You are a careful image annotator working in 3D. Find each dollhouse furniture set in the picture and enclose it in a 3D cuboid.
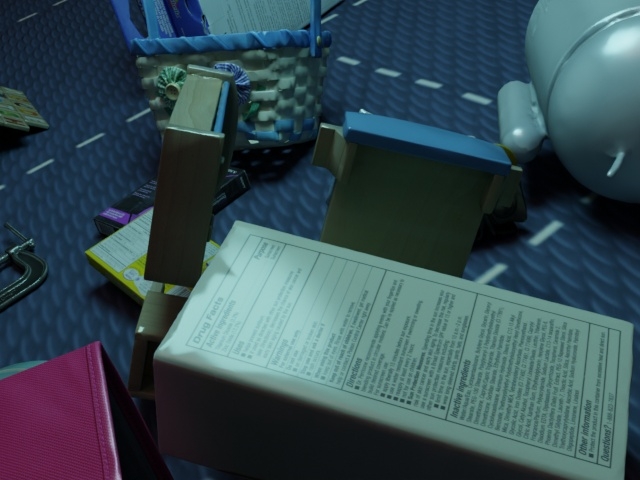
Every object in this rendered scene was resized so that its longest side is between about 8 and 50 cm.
[{"bbox_3d":[0.000,0.000,0.869,0.304,0.286,0.198,10,24,-6],"label":"dollhouse furniture set"}]

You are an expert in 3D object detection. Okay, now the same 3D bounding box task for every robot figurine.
[{"bbox_3d":[0.324,-0.171,0.968,0.300,0.199,0.353,-26,30,19],"label":"robot figurine"}]

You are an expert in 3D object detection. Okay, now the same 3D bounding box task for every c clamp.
[{"bbox_3d":[-0.397,0.048,1.112,0.137,0.022,0.161,22,48,34],"label":"c clamp"}]

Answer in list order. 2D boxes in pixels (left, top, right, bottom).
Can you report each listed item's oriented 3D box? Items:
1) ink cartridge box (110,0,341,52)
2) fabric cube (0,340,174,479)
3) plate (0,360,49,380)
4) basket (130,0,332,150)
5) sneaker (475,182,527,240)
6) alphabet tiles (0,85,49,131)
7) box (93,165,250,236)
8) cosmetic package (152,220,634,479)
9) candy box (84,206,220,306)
[{"bbox_3d":[-0.155,-0.429,1.478,0.151,0.269,0.395,10,41,36],"label":"ink cartridge box"},{"bbox_3d":[-0.184,0.259,0.505,0.258,0.254,0.259,-21,34,-5],"label":"fabric cube"},{"bbox_3d":[-0.314,0.174,0.888,0.188,0.024,0.188,-11,35,8],"label":"plate"},{"bbox_3d":[-0.108,-0.259,1.182,0.255,0.288,0.201,-2,6,25],"label":"basket"},{"bbox_3d":[0.123,-0.027,0.942,0.130,0.087,0.227,5,33,39],"label":"sneaker"},{"bbox_3d":[-0.543,-0.224,1.467,0.198,0.009,0.237,11,18,-34],"label":"alphabet tiles"},{"bbox_3d":[-0.183,-0.048,1.152,0.116,0.029,0.162,18,45,40],"label":"box"},{"bbox_3d":[0.054,0.107,0.671,0.310,0.113,0.160,15,42,11],"label":"cosmetic package"},{"bbox_3d":[-0.155,0.034,0.998,0.105,0.027,0.206,-34,46,-27],"label":"candy box"}]
